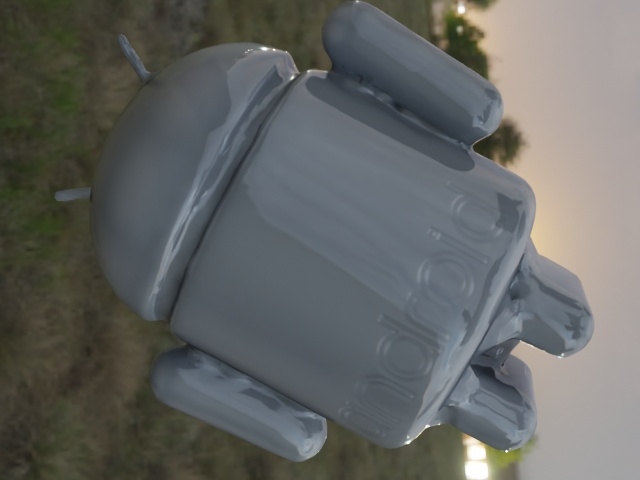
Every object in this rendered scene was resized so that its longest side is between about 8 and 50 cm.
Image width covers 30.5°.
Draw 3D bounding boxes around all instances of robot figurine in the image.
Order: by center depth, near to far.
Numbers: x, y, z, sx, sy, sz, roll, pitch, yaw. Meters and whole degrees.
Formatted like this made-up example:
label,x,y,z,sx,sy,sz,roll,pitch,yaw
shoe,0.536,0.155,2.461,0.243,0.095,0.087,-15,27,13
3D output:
label,x,y,z,sx,sy,sz,roll,pitch,yaw
robot figurine,0.000,0.000,0.772,0.300,0.353,0.200,-63,178,9
